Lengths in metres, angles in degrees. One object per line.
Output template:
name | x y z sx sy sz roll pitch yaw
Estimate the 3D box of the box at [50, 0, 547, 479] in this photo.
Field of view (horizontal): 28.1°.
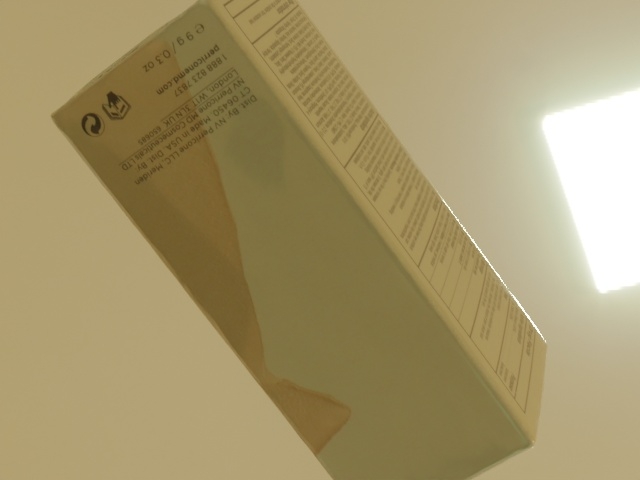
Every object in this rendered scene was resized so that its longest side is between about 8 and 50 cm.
box | 0.000 0.000 0.769 0.121 0.148 0.311 -33 -81 21
